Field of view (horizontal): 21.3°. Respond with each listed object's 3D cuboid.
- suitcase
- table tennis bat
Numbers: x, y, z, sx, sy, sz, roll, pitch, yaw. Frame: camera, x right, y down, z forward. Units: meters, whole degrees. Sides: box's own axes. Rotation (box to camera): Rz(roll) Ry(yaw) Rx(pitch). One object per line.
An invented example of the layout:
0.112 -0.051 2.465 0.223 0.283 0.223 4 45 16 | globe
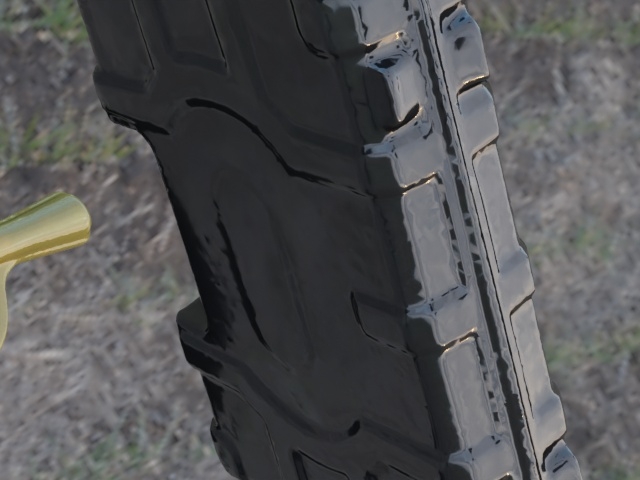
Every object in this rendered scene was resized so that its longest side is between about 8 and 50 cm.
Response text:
0.000 0.000 0.677 0.066 0.206 0.286 -31 120 -27 | suitcase
-0.310 0.021 1.418 0.321 0.050 0.198 -26 85 -50 | table tennis bat
